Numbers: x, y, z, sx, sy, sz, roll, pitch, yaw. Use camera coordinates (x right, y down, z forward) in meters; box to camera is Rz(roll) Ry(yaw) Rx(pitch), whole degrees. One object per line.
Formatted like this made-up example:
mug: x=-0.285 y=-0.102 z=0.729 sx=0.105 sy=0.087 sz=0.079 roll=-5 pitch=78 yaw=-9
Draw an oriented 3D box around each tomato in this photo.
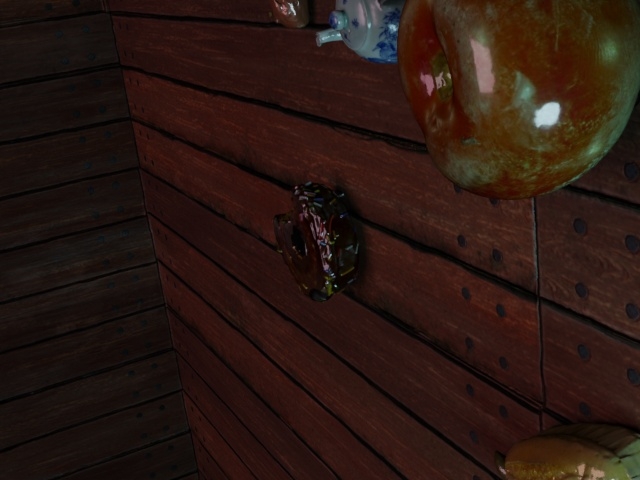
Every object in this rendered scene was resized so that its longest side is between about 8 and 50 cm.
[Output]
tomato: x=0.210 y=-0.181 z=0.912 sx=0.270 sy=0.222 sz=0.270 roll=166 pitch=90 yaw=-78

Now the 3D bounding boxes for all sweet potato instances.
sweet potato: x=0.301 y=0.365 z=1.287 sx=0.153 sy=0.038 sz=0.041 roll=55 pitch=173 yaw=20

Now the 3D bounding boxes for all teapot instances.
teapot: x=0.079 y=-0.311 z=1.219 sx=0.232 sy=0.159 sz=0.159 roll=-14 pitch=92 yaw=67

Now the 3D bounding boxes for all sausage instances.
sausage: x=-0.074 y=-0.523 z=1.518 sx=0.087 sy=0.079 sz=0.327 roll=-93 pitch=-6 yaw=-74

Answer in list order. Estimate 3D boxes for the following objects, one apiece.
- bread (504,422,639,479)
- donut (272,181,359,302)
bread: x=0.322 y=0.303 z=1.114 sx=0.236 sy=0.106 sz=0.140 roll=-27 pitch=81 yaw=67
donut: x=-0.001 y=0.001 z=1.659 sx=0.216 sy=0.096 sz=0.230 roll=61 pitch=153 yaw=24
